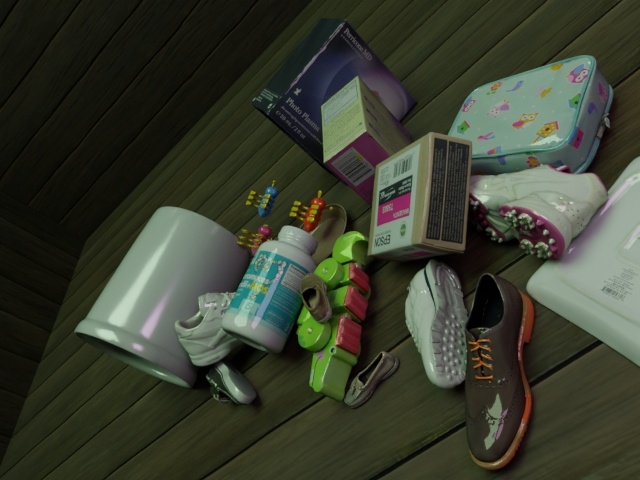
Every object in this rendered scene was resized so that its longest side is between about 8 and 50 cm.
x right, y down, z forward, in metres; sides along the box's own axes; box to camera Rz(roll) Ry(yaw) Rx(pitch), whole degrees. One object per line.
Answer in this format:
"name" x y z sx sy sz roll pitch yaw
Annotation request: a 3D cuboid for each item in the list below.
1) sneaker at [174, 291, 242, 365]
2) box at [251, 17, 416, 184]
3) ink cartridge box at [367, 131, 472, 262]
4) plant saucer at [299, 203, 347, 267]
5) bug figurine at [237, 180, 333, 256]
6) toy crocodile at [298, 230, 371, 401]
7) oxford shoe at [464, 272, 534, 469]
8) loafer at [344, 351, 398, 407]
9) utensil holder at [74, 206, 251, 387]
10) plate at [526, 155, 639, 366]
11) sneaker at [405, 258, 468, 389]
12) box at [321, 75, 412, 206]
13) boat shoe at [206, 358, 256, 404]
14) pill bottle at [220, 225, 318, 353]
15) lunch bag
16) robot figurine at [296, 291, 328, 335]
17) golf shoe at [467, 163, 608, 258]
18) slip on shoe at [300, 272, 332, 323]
"sneaker" -0.197 0.169 1.216 0.305 0.152 0.114 -32 22 -6
"box" 0.036 -0.364 1.355 0.294 0.296 0.183 -50 30 4
"ink cartridge box" 0.173 -0.067 0.944 0.234 0.088 0.193 158 120 -71
"plant saucer" 0.000 0.000 1.283 0.198 0.036 0.199 -34 36 29
"bug figurine" -0.100 -0.042 1.333 0.279 0.072 0.216 19 81 45
"toy crocodile" 0.044 0.137 1.005 0.105 0.115 0.341 -22 42 40
"oxford shoe" 0.234 0.174 0.730 0.096 0.098 0.271 -19 44 43
"loafer" 0.082 0.244 0.918 0.125 0.039 0.045 -47 31 9
"utensil holder" -0.404 0.148 1.390 0.327 0.327 0.386 -9 51 49
"plate" 0.442 0.015 0.674 0.278 0.045 0.277 -51 31 4
"sneaker" 0.188 0.144 0.856 0.095 0.090 0.235 -44 26 38
"box" 0.115 -0.212 1.174 0.117 0.213 0.243 -34 36 27
"boat shoe" -0.210 0.336 1.185 0.070 0.077 0.219 -56 23 -8
"pill bottle" -0.099 0.102 1.134 0.146 0.146 0.264 -3 56 52
"lunch bag" 0.372 -0.208 0.934 0.279 0.108 0.224 1 58 53
"robot figurine" -0.008 0.157 1.101 0.101 0.067 0.115 -20 42 59
"golf shoe" 0.329 -0.066 0.846 0.140 0.115 0.306 -38 23 -2
"slip on shoe" -0.016 0.100 0.971 0.051 0.041 0.135 -39 33 13
